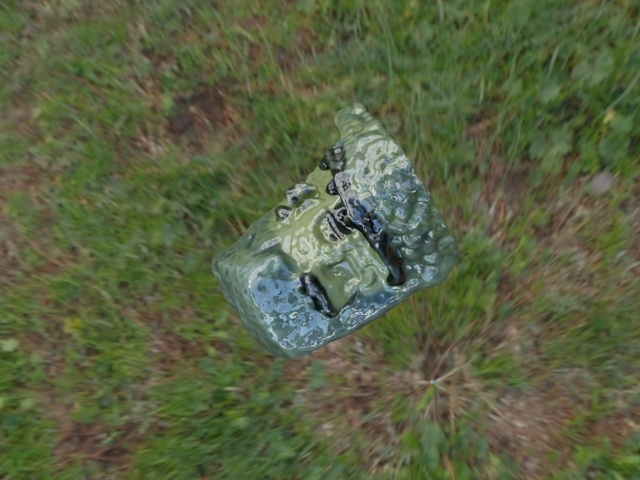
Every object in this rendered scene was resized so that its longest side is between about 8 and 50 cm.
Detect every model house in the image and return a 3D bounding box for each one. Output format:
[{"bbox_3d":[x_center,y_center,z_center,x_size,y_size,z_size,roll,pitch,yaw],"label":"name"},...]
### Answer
[{"bbox_3d":[0.000,0.000,0.542,0.083,0.079,0.066,-33,114,1],"label":"model house"}]
